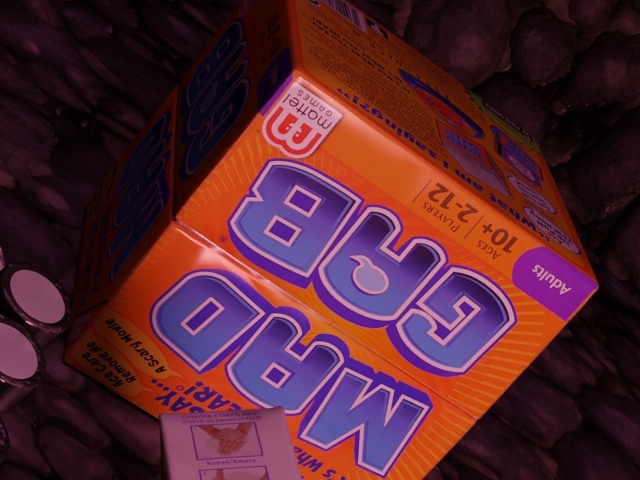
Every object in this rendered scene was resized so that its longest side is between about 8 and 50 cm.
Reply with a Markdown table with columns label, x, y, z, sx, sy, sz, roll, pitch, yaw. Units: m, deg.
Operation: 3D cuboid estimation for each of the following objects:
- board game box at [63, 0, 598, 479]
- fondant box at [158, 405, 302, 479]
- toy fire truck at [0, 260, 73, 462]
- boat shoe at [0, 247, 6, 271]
| label | x | y | z | sx | sy | sz | roll | pitch | yaw |
| --- | --- | --- | --- | --- | --- | --- | --- | --- | --- |
| board game box | 0.000 | 0.000 | 1.787 | 0.356 | 0.356 | 0.356 | 34 | 19 | -18 |
| fondant box | -0.044 | 0.299 | 1.179 | 0.096 | 0.238 | 0.330 | -4 | 31 | -10 |
| toy fire truck | -0.288 | 0.036 | 1.092 | 0.246 | 0.158 | 0.217 | 39 | 30 | -14 |
| boat shoe | -0.372 | -0.028 | 1.588 | 0.227 | 0.079 | 0.081 | 42 | 8 | -10 |
